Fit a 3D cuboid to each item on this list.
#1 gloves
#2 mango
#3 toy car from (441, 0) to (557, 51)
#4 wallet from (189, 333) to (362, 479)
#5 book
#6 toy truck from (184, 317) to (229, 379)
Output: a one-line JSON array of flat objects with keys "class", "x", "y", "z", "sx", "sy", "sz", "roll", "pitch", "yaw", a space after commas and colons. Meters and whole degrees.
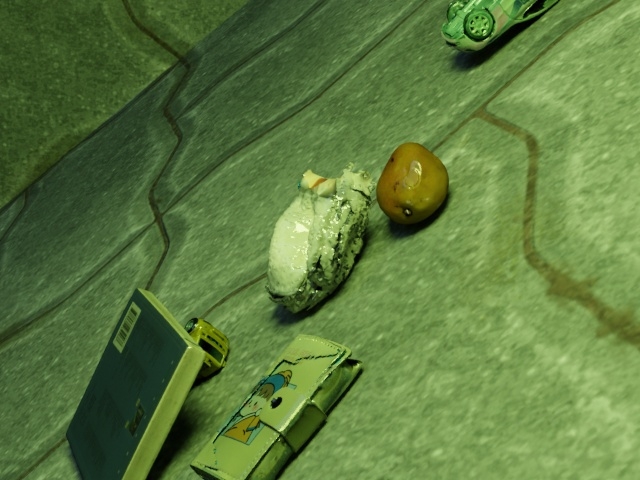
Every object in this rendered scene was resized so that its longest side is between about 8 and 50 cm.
[{"class": "gloves", "x": 0.002, "y": 0.002, "z": 1.189, "sx": 0.114, "sy": 0.070, "sz": 0.153, "roll": 0, "pitch": 59, "yaw": 50}, {"class": "mango", "x": 0.090, "y": -0.058, "z": 1.168, "sx": 0.080, "sy": 0.060, "sz": 0.114, "roll": -55, "pitch": 16, "yaw": 19}, {"class": "toy car", "x": 0.237, "y": -0.301, "z": 1.372, "sx": 0.224, "sy": 0.076, "sz": 0.090, "roll": -47, "pitch": 21, "yaw": 8}, {"class": "wallet", "x": -0.040, "y": 0.149, "z": 1.016, "sx": 0.155, "sy": 0.039, "sz": 0.110, "roll": -50, "pitch": 20, "yaw": -19}, {"class": "book", "x": -0.198, "y": 0.163, "z": 1.212, "sx": 0.190, "sy": 0.025, "sz": 0.269, "roll": -64, "pitch": 22, "yaw": 0}, {"class": "toy truck", "x": -0.136, "y": 0.121, "z": 1.233, "sx": 0.083, "sy": 0.049, "sz": 0.054, "roll": -32, "pitch": 29, "yaw": 32}]
